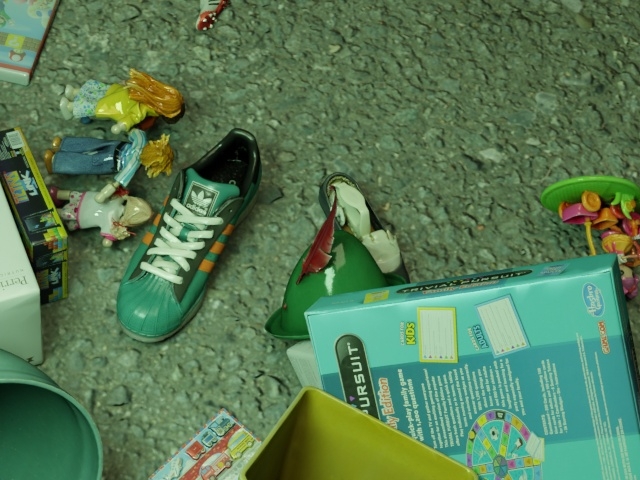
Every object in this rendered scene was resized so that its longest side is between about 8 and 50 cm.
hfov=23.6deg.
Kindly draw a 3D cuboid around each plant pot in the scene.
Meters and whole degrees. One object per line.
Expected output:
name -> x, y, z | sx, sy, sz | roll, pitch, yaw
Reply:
plant pot -> 0.013, 0.314, 1.600 | 0.212, 0.187, 0.212 | 27, 28, 8
plant pot -> -0.405, 0.222, 1.620 | 0.293, 0.293, 0.196 | -26, 40, -22

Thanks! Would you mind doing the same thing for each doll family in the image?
doll family -> -0.253, -0.126, 1.919 | 0.163, 0.118, 0.263 | 3, 57, 16

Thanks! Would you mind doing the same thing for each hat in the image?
hat -> 0.000, 0.000, 1.807 | 0.208, 0.183, 0.173 | -8, 20, 36

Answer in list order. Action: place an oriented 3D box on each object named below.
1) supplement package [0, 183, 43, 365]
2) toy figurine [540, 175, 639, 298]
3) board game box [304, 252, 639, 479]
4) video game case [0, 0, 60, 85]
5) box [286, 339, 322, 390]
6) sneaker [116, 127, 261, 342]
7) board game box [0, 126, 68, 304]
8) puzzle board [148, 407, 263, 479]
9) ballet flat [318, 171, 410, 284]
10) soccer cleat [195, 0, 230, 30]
supplement package -> -0.450, 0.008, 1.792 | 0.177, 0.175, 0.293 | -16, 61, -19
toy figurine -> 0.368, 0.018, 1.964 | 0.173, 0.130, 0.159 | 12, 67, -30
board game box -> 0.175, 0.165, 1.661 | 0.336, 0.254, 0.079 | -9, 10, 17
video game case -> -0.462, -0.348, 2.115 | 0.204, 0.025, 0.285 | 12, 56, 0
box -> 0.036, 0.151, 1.798 | 0.102, 0.087, 0.101 | -31, 105, -24
sneaker -> -0.163, -0.017, 1.883 | 0.108, 0.121, 0.302 | 23, 57, 7
board game box -> -0.355, -0.028, 1.850 | 0.048, 0.141, 0.170 | -17, 60, -21
puzzle board -> -0.121, 0.264, 1.771 | 0.096, 0.011, 0.128 | 38, 60, 17
ballet flat -> 0.056, -0.006, 1.939 | 0.074, 0.074, 0.203 | -19, 62, -19
soccer cleat -> -0.158, -0.323, 2.143 | 0.035, 0.029, 0.083 | 22, 53, 17
